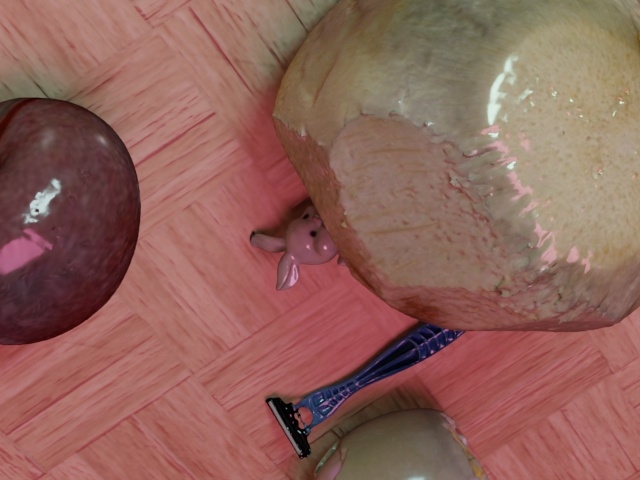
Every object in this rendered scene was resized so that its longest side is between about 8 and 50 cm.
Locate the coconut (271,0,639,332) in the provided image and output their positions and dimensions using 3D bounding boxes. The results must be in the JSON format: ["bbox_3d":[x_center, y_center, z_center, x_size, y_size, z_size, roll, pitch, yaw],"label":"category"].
[{"bbox_3d":[0.155,-0.083,1.536,0.344,0.415,0.415,-24,132,-19],"label":"coconut"}]

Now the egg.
[{"bbox_3d":[0.084,0.301,1.912,0.217,0.183,0.183,-31,131,6],"label":"egg"}]

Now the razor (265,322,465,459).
[{"bbox_3d":[0.062,0.152,1.883,0.253,0.042,0.082,-33,90,1],"label":"razor"}]

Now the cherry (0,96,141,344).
[{"bbox_3d":[-0.280,-0.018,1.491,0.236,0.213,0.285,-12,139,-4],"label":"cherry"}]

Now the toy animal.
[{"bbox_3d":[0.002,-0.004,1.717,0.124,0.071,0.085,-8,147,-28],"label":"toy animal"}]
